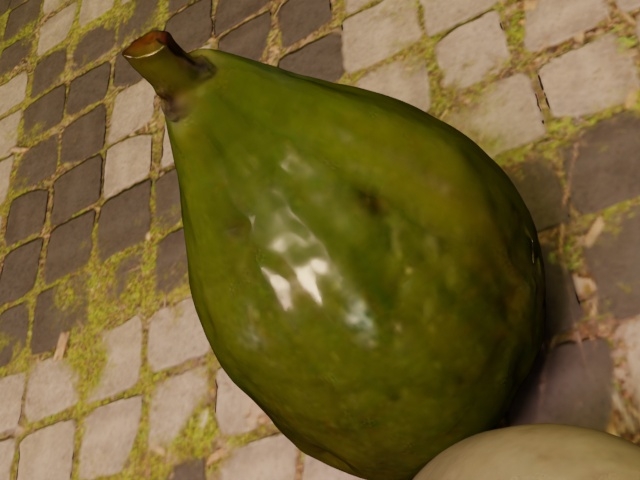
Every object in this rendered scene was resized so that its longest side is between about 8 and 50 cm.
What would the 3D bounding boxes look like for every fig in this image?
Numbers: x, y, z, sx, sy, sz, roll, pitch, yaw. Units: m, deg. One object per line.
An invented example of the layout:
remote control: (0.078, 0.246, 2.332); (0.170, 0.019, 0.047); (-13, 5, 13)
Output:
fig: (0.029, 0.005, 0.530); (0.233, 0.314, 0.233); (-4, 49, 5)

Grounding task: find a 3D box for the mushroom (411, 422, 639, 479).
mushroom: (0.131, 0.208, 0.392); (0.246, 0.202, 0.246); (-179, 90, -75)
